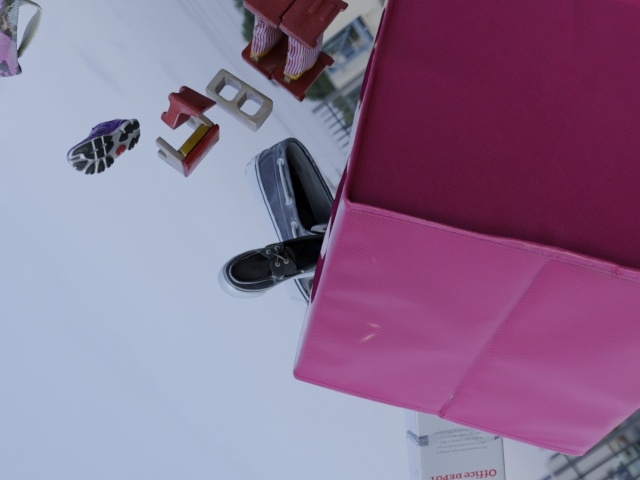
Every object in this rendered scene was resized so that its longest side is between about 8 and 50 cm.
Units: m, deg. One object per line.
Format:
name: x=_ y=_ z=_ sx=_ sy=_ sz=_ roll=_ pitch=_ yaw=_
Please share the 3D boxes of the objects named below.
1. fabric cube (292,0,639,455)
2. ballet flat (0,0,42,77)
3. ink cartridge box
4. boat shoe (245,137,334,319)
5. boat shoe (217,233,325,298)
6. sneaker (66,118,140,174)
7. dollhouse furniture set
fabric cube: x=0.140 y=-0.024 z=0.626 sx=0.258 sy=0.259 sz=0.254 roll=105 pitch=180 yaw=-56
ballet flat: x=-0.374 y=-0.294 z=0.996 sx=0.079 sy=0.221 sz=0.077 roll=-7 pitch=-134 yaw=-35
ink cartridge box: x=0.303 y=0.423 z=1.913 sx=0.117 sy=0.207 sz=0.283 roll=169 pitch=97 yaw=-80
boat shoe: x=0.000 y=0.000 z=1.157 sx=0.108 sy=0.102 sz=0.301 roll=-20 pitch=-95 yaw=-45
boat shoe: x=-0.040 y=0.020 z=0.843 sx=0.142 sy=0.040 sz=0.049 roll=-15 pitch=-114 yaw=-40
sneaker: x=-0.394 y=-0.171 z=1.476 sx=0.170 sy=0.071 sz=0.068 roll=-44 pitch=-38 yaw=-50
dollhouse furniture set: x=-0.125 y=-0.280 z=1.474 sx=0.152 sy=0.374 sz=0.201 roll=35 pitch=163 yaw=5
